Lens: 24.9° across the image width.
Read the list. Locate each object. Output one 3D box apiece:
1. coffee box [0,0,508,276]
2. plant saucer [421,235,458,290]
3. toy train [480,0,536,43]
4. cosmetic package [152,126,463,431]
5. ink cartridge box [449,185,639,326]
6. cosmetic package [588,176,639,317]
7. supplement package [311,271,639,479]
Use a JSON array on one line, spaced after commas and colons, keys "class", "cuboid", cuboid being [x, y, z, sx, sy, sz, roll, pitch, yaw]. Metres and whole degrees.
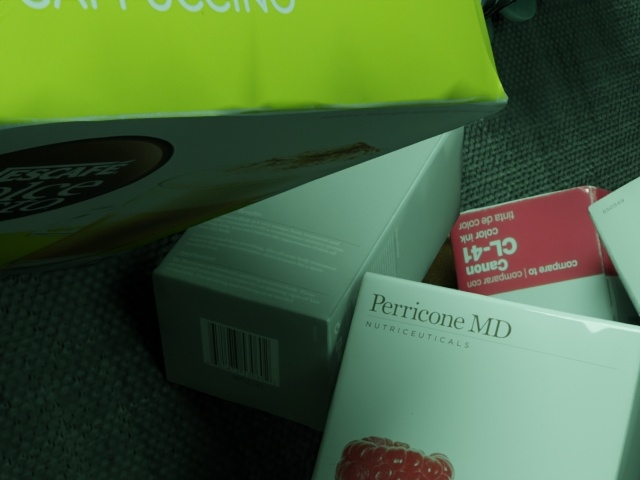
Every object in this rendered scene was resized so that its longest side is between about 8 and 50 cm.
[{"class": "coffee box", "cuboid": [-0.167, -0.169, 0.686, 0.337, 0.334, 0.338, -9, 83, -50]}, {"class": "plant saucer", "cuboid": [0.105, 0.063, 1.162, 0.168, 0.029, 0.169, 22, 59, -44]}, {"class": "toy train", "cuboid": [0.170, -0.299, 1.296, 0.190, 0.142, 0.334, 57, 41, -4]}, {"class": "cosmetic package", "cuboid": [0.000, 0.000, 0.966, 0.238, 0.127, 0.107, -51, 148, -45]}, {"class": "ink cartridge box", "cuboid": [0.217, 0.123, 1.149, 0.226, 0.131, 0.306, 10, 72, -62]}, {"class": "cosmetic package", "cuboid": [0.346, 0.105, 1.044, 0.365, 0.155, 0.197, 49, 16, -44]}, {"class": "supplement package", "cuboid": [0.090, 0.190, 0.880, 0.175, 0.177, 0.293, 41, 62, -68]}]
